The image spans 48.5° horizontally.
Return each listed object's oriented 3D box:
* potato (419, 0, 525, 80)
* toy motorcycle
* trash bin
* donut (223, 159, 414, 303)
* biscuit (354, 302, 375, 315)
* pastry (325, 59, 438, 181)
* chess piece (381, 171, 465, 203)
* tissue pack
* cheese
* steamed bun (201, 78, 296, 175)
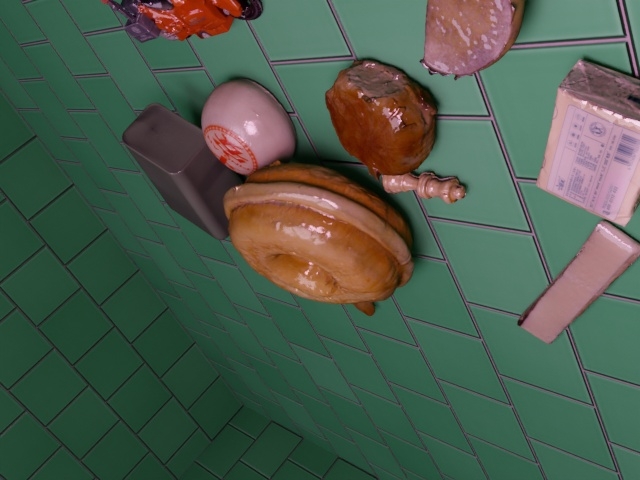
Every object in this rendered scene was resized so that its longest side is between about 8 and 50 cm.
[{"bbox_3d":[0.209,-0.334,0.929,0.138,0.098,0.243,24,142,29],"label":"potato"},{"bbox_3d":[-0.278,-0.474,1.374,0.325,0.148,0.221,1,155,43],"label":"toy motorcycle"},{"bbox_3d":[-0.330,-0.177,1.802,0.222,0.158,0.343,32,165,23],"label":"trash bin"},{"bbox_3d":[-0.008,-0.009,1.543,0.448,0.198,0.449,20,159,8],"label":"donut"},{"bbox_3d":[0.068,0.104,1.847,0.164,0.047,0.208,25,149,23],"label":"biscuit"},{"bbox_3d":[0.109,-0.213,1.254,0.219,0.100,0.229,58,156,-19],"label":"pastry"},{"bbox_3d":[0.198,-0.105,1.345,0.172,0.060,0.060,16,143,41],"label":"chess piece"},{"bbox_3d":[0.390,-0.131,0.980,0.148,0.092,0.196,30,150,25],"label":"tissue pack"},{"bbox_3d":[0.458,0.090,1.289,0.085,0.034,0.400,32,153,13],"label":"cheese"},{"bbox_3d":[-0.172,-0.235,1.576,0.231,0.145,0.232,34,153,20],"label":"steamed bun"}]
